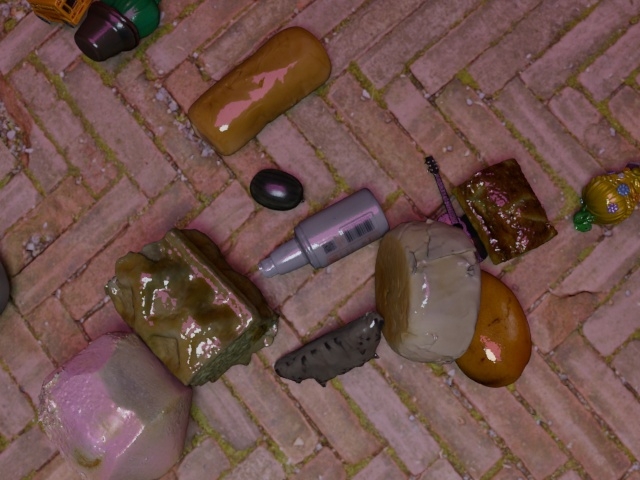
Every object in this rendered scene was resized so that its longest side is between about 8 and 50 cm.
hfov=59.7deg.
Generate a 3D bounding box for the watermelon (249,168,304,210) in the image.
[{"bbox_3d":[-0.083,-0.097,1.082,0.110,0.078,0.078,15,83,4],"label":"watermelon"}]

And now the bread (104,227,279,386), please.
[{"bbox_3d":[-0.223,0.117,0.990,0.196,0.238,0.252,-43,76,9],"label":"bread"}]

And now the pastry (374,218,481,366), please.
[{"bbox_3d":[0.179,0.088,0.958,0.133,0.265,0.265,4,82,-10],"label":"pastry"}]

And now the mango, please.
[{"bbox_3d":[0.300,0.153,1.008,0.145,0.112,0.219,-11,78,2],"label":"mango"}]

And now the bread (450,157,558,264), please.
[{"bbox_3d":[0.346,-0.055,1.040,0.132,0.103,0.172,-22,78,-21],"label":"bread"}]

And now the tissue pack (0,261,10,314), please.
[{"bbox_3d":[-0.745,0.132,1.001,0.333,0.229,0.236,-40,82,-3],"label":"tissue pack"}]

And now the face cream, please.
[{"bbox_3d":[0.000,0.000,1.051,0.251,0.101,0.101,-28,81,-1],"label":"face cream"}]

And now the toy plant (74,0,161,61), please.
[{"bbox_3d":[-0.410,-0.451,1.142,0.143,0.105,0.200,27,64,24],"label":"toy plant"}]

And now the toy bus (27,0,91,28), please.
[{"bbox_3d":[-0.542,-0.487,1.138,0.162,0.074,0.069,23,83,35],"label":"toy bus"}]

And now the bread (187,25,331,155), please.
[{"bbox_3d":[-0.122,-0.300,1.109,0.305,0.091,0.142,-40,77,-4],"label":"bread"}]

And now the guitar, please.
[{"bbox_3d":[0.250,-0.056,1.085,0.088,0.025,0.233,-19,80,-1],"label":"guitar"}]

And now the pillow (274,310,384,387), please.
[{"bbox_3d":[0.026,0.212,1.019,0.241,0.051,0.093,-32,105,21],"label":"pillow"}]

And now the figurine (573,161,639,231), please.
[{"bbox_3d":[0.540,-0.082,1.032,0.156,0.115,0.095,-33,71,0],"label":"figurine"}]

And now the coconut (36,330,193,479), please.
[{"bbox_3d":[-0.337,0.301,0.957,0.233,0.233,0.245,-45,78,-4],"label":"coconut"}]
